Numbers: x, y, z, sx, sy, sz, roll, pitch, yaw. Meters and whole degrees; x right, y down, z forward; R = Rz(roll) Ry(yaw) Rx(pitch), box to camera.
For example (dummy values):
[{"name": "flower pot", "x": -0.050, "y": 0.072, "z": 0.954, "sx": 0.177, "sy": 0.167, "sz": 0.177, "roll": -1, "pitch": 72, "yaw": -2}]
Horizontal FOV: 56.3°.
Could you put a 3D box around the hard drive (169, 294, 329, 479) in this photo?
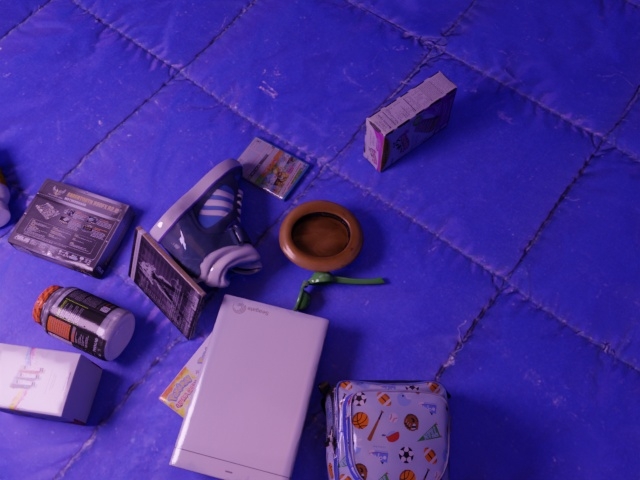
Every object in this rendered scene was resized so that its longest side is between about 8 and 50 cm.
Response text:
[{"name": "hard drive", "x": -0.135, "y": 0.303, "z": 1.210, "sx": 0.233, "sy": 0.047, "sz": 0.353, "roll": 13, "pitch": 66, "yaw": 4}]

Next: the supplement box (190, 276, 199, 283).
[{"name": "supplement box", "x": -0.310, "y": 0.074, "z": 1.372, "sx": 0.098, "sy": 0.036, "sz": 0.062, "roll": -26, "pitch": 67, "yaw": -13}]

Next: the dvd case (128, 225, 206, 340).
[{"name": "dvd case", "x": -0.338, "y": 0.094, "z": 1.300, "sx": 0.221, "sy": 0.164, "sz": 0.018, "roll": 42, "pitch": 45, "yaw": 17}]

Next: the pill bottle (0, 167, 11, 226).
[{"name": "pill bottle", "x": -0.816, "y": -0.131, "z": 1.429, "sx": 0.117, "sy": 0.117, "sz": 0.208, "roll": -26, "pitch": 67, "yaw": -11}]

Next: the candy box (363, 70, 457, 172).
[{"name": "candy box", "x": 0.218, "y": -0.289, "z": 1.468, "sx": 0.233, "sy": 0.159, "sz": 0.071, "roll": -35, "pitch": 68, "yaw": -13}]

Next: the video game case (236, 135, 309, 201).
[{"name": "video game case", "x": -0.127, "y": -0.182, "z": 1.501, "sx": 0.166, "sy": 0.015, "sz": 0.119, "roll": 30, "pitch": 68, "yaw": 14}]

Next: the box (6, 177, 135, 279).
[{"name": "box", "x": -0.586, "y": -0.030, "z": 1.413, "sx": 0.231, "sy": 0.056, "sz": 0.183, "roll": 18, "pitch": 66, "yaw": 8}]

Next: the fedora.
[{"name": "fedora", "x": 0.000, "y": 0.000, "z": 1.380, "sx": 0.194, "sy": 0.079, "sz": 0.194, "roll": 2, "pitch": 64, "yaw": -5}]

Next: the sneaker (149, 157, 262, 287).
[{"name": "sneaker", "x": -0.212, "y": -0.028, "z": 1.377, "sx": 0.236, "sy": 0.130, "sz": 0.323, "roll": 42, "pitch": 44, "yaw": -5}]

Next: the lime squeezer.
[{"name": "lime squeezer", "x": -0.011, "y": 0.136, "z": 1.341, "sx": 0.310, "sy": 0.059, "sz": 0.110, "roll": -34, "pitch": 100, "yaw": -15}]

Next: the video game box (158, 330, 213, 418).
[{"name": "video game box", "x": -0.201, "y": 0.307, "z": 1.259, "sx": 0.187, "sy": 0.048, "sz": 0.205, "roll": 32, "pitch": 69, "yaw": 16}]

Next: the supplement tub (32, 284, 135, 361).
[{"name": "supplement tub", "x": -0.509, "y": 0.172, "z": 1.285, "sx": 0.190, "sy": 0.117, "sz": 0.117, "roll": 22, "pitch": 67, "yaw": 10}]

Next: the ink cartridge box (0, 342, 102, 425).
[{"name": "ink cartridge box", "x": -0.568, "y": 0.295, "z": 1.223, "sx": 0.176, "sy": 0.128, "sz": 0.127, "roll": 7, "pitch": 66, "yaw": 5}]

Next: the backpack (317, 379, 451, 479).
[{"name": "backpack", "x": 0.132, "y": 0.399, "z": 1.134, "sx": 0.276, "sy": 0.213, "sz": 0.263, "roll": 2, "pitch": 76, "yaw": -2}]
